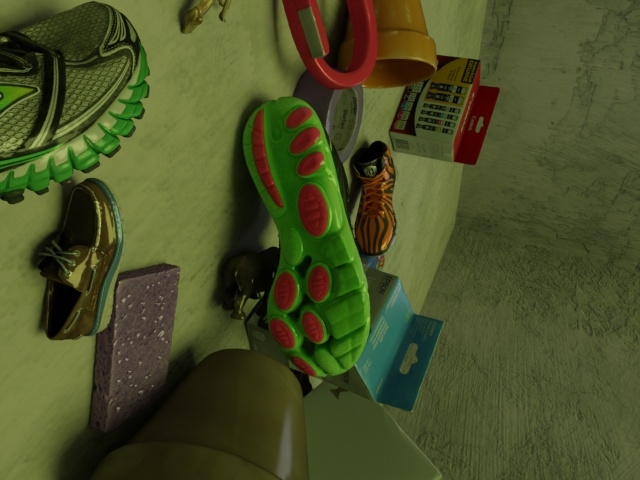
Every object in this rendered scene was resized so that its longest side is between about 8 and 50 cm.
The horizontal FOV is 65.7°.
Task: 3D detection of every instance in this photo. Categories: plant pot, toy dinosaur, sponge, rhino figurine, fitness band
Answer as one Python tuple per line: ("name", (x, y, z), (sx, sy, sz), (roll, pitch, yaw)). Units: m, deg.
("plant pot", (-0.144, 0.326, 0.742), (0.280, 0.323, 0.323), (-73, 166, -53))
("toy dinosaur", (-0.125, -0.343, 0.608), (0.092, 0.053, 0.183), (-20, 123, -63))
("sponge", (-0.248, 0.139, 0.670), (0.117, 0.031, 0.210), (-19, 122, -65))
("plant pot", (0.135, -0.437, 1.029), (0.205, 0.205, 0.188), (-4, 93, -68))
("rhino figurine", (-0.104, 0.064, 0.924), (0.243, 0.073, 0.106), (-18, 119, -68))
("fitness band", (0.018, -0.404, 0.837), (0.209, 0.054, 0.290), (-42, 124, -46))

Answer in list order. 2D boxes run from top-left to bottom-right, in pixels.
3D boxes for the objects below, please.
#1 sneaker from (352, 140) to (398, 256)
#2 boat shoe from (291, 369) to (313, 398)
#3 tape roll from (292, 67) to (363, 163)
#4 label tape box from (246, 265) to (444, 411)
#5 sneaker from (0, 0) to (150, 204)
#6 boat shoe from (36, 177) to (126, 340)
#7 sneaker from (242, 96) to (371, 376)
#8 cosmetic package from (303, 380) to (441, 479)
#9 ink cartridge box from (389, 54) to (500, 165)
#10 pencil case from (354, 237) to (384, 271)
("sneaker", (0.133, -0.126, 1.322), (0.180, 0.125, 0.321), (56, 34, -56))
("boat shoe", (-0.046, 0.418, 1.322), (0.073, 0.073, 0.207), (-39, 139, -55))
("tape roll", (0.015, -0.247, 0.993), (0.189, 0.080, 0.189), (-50, 149, -46))
("label tape box", (0.062, 0.169, 1.027), (0.249, 0.348, 0.115), (-54, 151, -42))
("sneaker", (-0.255, -0.095, 0.343), (0.343, 0.134, 0.146), (-55, 152, -39))
("boat shoe", (-0.255, 0.026, 0.523), (0.066, 0.066, 0.183), (-24, 126, -62))
("sneaker", (0.000, 0.000, 0.859), (0.202, 0.185, 0.482), (-24, 109, -70))
("cosmetic package", (0.059, 0.586, 1.212), (0.327, 0.329, 0.393), (-36, 145, -15))
("ink cartridge box", (0.402, -0.419, 1.577), (0.130, 0.272, 0.309), (52, 55, -65))
("pencil case", (0.072, 0.101, 1.331), (0.306, 0.119, 0.133), (-43, 156, -54))
